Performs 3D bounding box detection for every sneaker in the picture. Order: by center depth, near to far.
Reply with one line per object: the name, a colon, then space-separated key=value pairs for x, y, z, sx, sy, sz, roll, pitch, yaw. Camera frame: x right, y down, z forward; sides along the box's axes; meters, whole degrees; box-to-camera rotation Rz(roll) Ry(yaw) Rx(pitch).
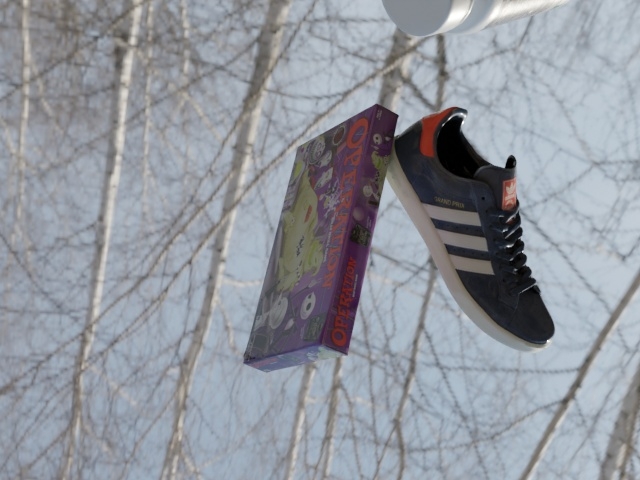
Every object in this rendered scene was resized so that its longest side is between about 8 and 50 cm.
sneaker: x=0.223 y=-0.021 z=1.342 sx=0.131 sy=0.148 sz=0.350 roll=-24 pitch=-102 yaw=-53

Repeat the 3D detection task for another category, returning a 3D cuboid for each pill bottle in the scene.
pill bottle: x=0.287 y=-0.475 z=1.790 sx=0.361 sy=0.204 sz=0.204 roll=-23 pitch=-123 yaw=-37

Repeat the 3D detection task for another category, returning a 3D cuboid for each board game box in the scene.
board game box: x=0.000 y=0.000 z=1.388 sx=0.056 sy=0.208 sz=0.346 roll=27 pitch=-116 yaw=-30
